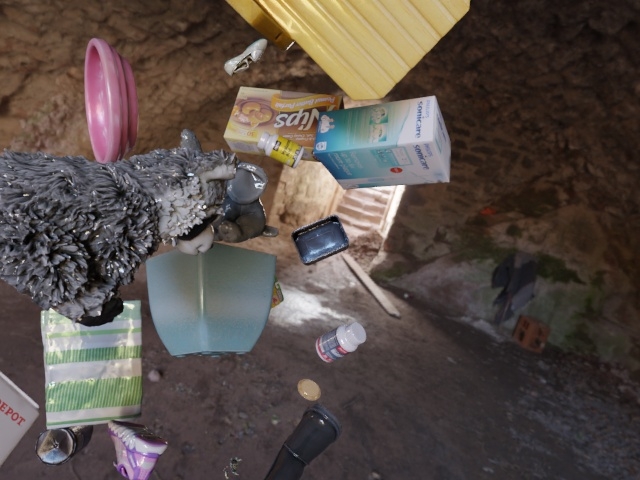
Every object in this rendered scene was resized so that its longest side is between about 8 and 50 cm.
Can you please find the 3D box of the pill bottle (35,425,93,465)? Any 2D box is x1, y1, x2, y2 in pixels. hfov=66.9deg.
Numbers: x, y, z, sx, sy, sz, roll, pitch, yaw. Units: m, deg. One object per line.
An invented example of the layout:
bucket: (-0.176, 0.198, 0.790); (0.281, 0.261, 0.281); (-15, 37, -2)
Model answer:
pill bottle: (-0.827, 0.645, 1.586); (0.123, 0.122, 0.219); (17, -11, -5)

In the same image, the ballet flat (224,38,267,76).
ballet flat: (-0.237, -0.596, 1.595); (0.052, 0.168, 0.057); (59, 5, 13)

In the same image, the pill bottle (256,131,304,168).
pill bottle: (-0.106, -0.243, 1.286); (0.117, 0.065, 0.065); (24, 7, -9)

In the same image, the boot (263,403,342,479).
boot: (-0.125, 0.785, 1.584); (0.146, 0.366, 0.445); (35, 51, 12)

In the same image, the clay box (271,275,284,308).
clay box: (-0.220, 0.184, 1.613); (0.053, 0.127, 0.222); (-17, 4, 36)

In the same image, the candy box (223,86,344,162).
candy box: (-0.102, -0.338, 1.413); (0.317, 0.182, 0.087); (10, -19, 12)

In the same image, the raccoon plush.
raccoon plush: (-0.296, -0.092, 0.594); (0.216, 0.299, 0.446); (30, -15, 34)

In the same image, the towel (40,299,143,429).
towel: (-0.599, 0.325, 1.279); (0.248, 0.324, 0.038); (-1, 1, -11)

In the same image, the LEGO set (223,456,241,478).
LEGO set: (-0.273, 0.695, 1.484); (0.024, 0.054, 0.083); (-21, -19, 25)

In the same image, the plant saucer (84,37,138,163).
plant saucer: (-0.564, -0.364, 1.306); (0.084, 0.331, 0.332); (-8, 21, -33)

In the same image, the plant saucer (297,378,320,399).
plant saucer: (-0.036, 0.501, 1.635); (0.084, 0.083, 0.015); (20, 26, 16)

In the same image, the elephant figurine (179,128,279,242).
elephant figurine: (-0.201, -0.122, 1.094); (0.170, 0.239, 0.186); (8, 11, 19)

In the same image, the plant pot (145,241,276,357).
plant pot: (-0.276, 0.163, 1.222); (0.248, 0.252, 0.247); (-17, -22, 38)

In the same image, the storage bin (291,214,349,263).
storage bin: (0.000, 0.000, 1.690); (0.180, 0.121, 0.084); (-23, -11, -2)

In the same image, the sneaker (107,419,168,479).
sneaker: (-0.450, 0.496, 1.143); (0.095, 0.104, 0.237); (24, -16, -37)

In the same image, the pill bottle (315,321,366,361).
pill bottle: (0.079, 0.380, 1.826); (0.108, 0.180, 0.107); (32, 40, -31)

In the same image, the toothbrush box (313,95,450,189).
toothbrush box: (0.162, -0.235, 1.221); (0.296, 0.126, 0.216); (-2, -21, 23)

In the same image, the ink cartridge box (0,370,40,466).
ink cartridge box: (-0.577, 0.306, 0.676); (0.117, 0.207, 0.282); (3, 43, 20)

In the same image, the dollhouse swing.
dollhouse swing: (0.058, -0.423, 0.758); (0.305, 0.347, 0.315); (47, 15, 1)
